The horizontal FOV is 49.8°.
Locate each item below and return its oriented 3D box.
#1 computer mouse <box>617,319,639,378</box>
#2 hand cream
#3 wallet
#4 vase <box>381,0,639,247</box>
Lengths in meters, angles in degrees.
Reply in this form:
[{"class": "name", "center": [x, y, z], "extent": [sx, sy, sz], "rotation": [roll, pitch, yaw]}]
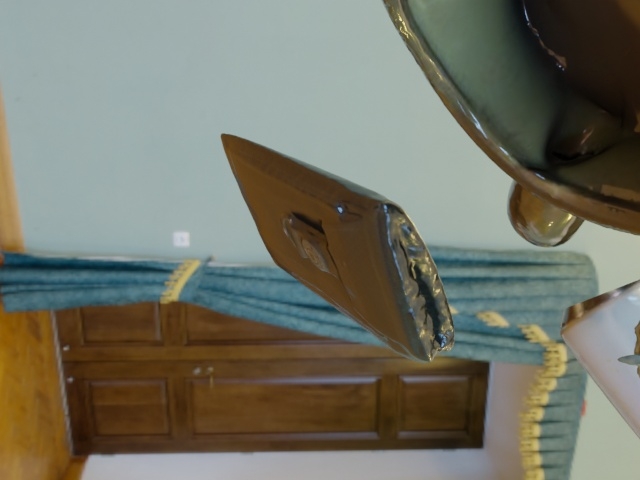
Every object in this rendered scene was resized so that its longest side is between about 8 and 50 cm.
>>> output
[{"class": "computer mouse", "center": [0.251, 0.056, 0.365], "extent": [0.056, 0.181, 0.089], "rotation": [-40, 124, -75]}, {"class": "hand cream", "center": [0.378, 0.203, 0.680], "extent": [0.359, 0.118, 0.185], "rotation": [61, 16, 16]}, {"class": "wallet", "center": [0.000, 0.000, 0.581], "extent": [0.245, 0.052, 0.169], "rotation": [28, -29, 48]}, {"class": "vase", "center": [0.176, -0.113, 0.351], "extent": [0.302, 0.241, 0.329], "rotation": [-46, 158, -24]}]
